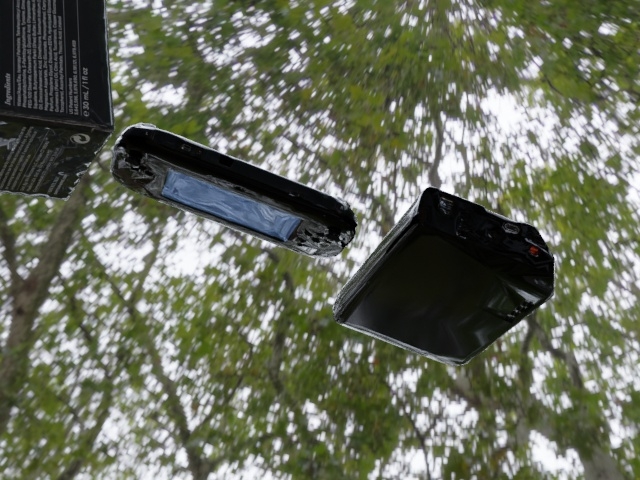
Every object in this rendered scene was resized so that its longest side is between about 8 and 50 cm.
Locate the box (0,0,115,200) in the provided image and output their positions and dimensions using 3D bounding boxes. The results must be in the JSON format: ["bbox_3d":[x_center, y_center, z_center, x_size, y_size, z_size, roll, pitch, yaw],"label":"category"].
[{"bbox_3d":[-0.239,-0.170,0.708,0.184,0.261,0.103,8,-29,-30],"label":"box"}]

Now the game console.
[{"bbox_3d":[0.000,0.000,0.913,0.361,0.044,0.213,21,-30,-7],"label":"game console"}]
